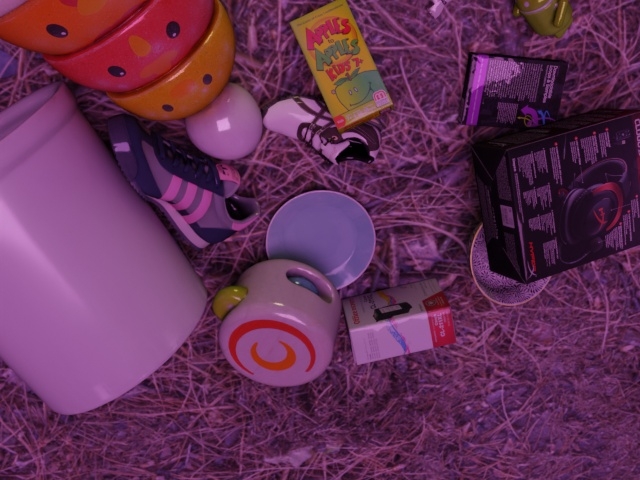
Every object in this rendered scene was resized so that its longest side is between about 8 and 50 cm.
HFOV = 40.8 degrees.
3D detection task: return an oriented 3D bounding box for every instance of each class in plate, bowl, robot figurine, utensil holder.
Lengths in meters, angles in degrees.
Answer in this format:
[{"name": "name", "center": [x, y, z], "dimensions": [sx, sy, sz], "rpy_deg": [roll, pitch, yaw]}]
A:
[{"name": "plate", "center": [0.000, 0.000, 1.462], "dimensions": [0.188, 0.024, 0.188], "rpy_deg": [-2, 113, -5]}, {"name": "bowl", "center": [0.309, 0.020, 1.460], "dimensions": [0.170, 0.080, 0.170], "rpy_deg": [-3, 99, -20]}, {"name": "robot figurine", "center": [0.341, -0.360, 1.316], "dimensions": [0.067, 0.101, 0.115], "rpy_deg": [-52, 132, 1]}, {"name": "utensil holder", "center": [-0.394, 0.015, 1.270], "dimensions": [0.327, 0.328, 0.386], "rpy_deg": [-31, 113, 7]}]

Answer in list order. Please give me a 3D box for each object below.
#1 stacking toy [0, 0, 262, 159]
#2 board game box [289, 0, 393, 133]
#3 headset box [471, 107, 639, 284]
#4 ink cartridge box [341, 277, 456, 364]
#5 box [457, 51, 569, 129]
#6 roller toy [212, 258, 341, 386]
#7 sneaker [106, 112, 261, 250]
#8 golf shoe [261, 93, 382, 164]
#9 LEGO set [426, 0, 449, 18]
[{"name": "stacking toy", "center": [-0.230, -0.292, 1.212], "dimensions": [0.350, 0.351, 0.480], "rpy_deg": [-37, 128, 9]}, {"name": "board game box", "center": [0.032, -0.264, 1.305], "dimensions": [0.092, 0.043, 0.181], "rpy_deg": [-24, 85, 5]}, {"name": "headset box", "center": [0.406, -0.080, 1.377], "dimensions": [0.293, 0.110, 0.218], "rpy_deg": [-17, 106, -18]}, {"name": "ink cartridge box", "center": [0.130, 0.137, 1.474], "dimensions": [0.175, 0.127, 0.072], "rpy_deg": [-13, 111, -1]}, {"name": "box", "center": [0.311, -0.239, 1.394], "dimensions": [0.162, 0.029, 0.116], "rpy_deg": [4, 112, -6]}, {"name": "roller toy", "center": [-0.063, 0.135, 1.431], "dimensions": [0.191, 0.146, 0.209], "rpy_deg": [-3, 129, 14]}, {"name": "sneaker", "center": [-0.199, -0.102, 1.297], "dimensions": [0.131, 0.112, 0.319], "rpy_deg": [-21, 149, 10]}, {"name": "golf shoe", "center": [0.002, -0.170, 1.349], "dimensions": [0.198, 0.094, 0.077], "rpy_deg": [7, 138, -7]}, {"name": "LEGO set", "center": [0.154, -0.444, 1.264], "dimensions": [0.093, 0.087, 0.227], "rpy_deg": [-33, 112, 8]}]
